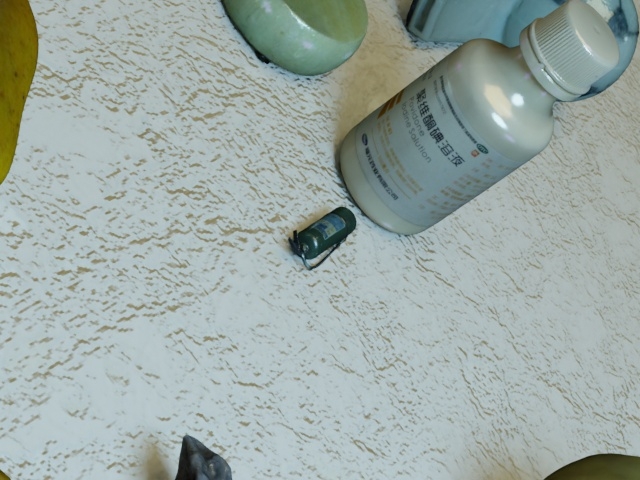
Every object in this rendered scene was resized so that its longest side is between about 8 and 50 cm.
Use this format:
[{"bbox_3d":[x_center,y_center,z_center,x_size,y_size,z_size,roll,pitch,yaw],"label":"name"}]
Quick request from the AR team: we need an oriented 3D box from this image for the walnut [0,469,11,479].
[{"bbox_3d":[-0.221,0.150,0.761,0.211,0.087,0.167,54,40,-1],"label":"walnut"}]

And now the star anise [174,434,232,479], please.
[{"bbox_3d":[-0.062,0.229,0.876,0.209,0.089,0.231,29,31,-20],"label":"star anise"}]

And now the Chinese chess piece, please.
[{"bbox_3d":[-0.024,-0.215,1.301,0.144,0.058,0.144,31,40,-30],"label":"Chinese chess piece"}]

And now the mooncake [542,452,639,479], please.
[{"bbox_3d":[0.250,0.279,1.088,0.117,0.235,0.235,-21,78,-56],"label":"mooncake"}]

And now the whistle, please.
[{"bbox_3d":[0.238,-0.221,1.522,0.289,0.163,0.164,-7,67,-50],"label":"whistle"}]

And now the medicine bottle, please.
[{"bbox_3d":[0.136,-0.107,1.227,0.114,0.252,0.114,30,42,-32],"label":"medicine bottle"}]

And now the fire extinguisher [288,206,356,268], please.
[{"bbox_3d":[0.000,0.000,1.183,0.083,0.025,0.038,-32,111,-54],"label":"fire extinguisher"}]

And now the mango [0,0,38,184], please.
[{"bbox_3d":[-0.242,-0.114,0.949,0.115,0.090,0.178,34,48,-37],"label":"mango"}]
